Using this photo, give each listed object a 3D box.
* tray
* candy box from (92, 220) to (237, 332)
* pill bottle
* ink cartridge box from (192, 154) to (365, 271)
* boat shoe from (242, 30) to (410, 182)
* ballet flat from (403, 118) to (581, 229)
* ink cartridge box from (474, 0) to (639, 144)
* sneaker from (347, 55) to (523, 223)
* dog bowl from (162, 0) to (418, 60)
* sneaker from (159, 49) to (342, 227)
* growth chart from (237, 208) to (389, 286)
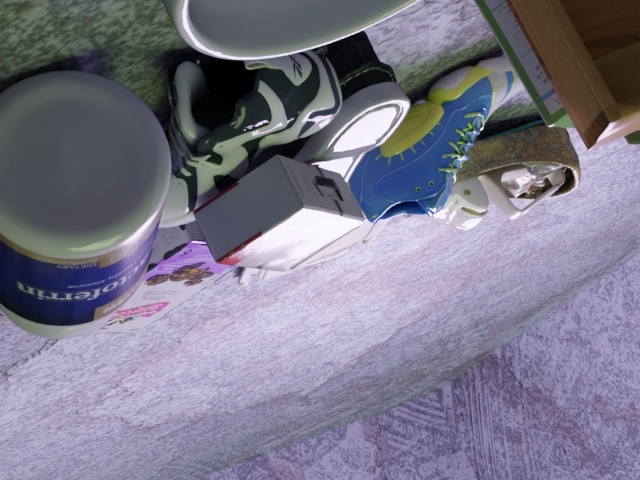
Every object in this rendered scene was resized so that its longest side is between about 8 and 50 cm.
[{"bbox_3d":[0.372,-0.250,1.239,0.411,0.203,0.076,-23,166,-14],"label":"tray"},{"bbox_3d":[-0.182,0.025,1.504,0.196,0.070,0.165,-33,164,21],"label":"candy box"},{"bbox_3d":[-0.210,-0.016,1.160,0.153,0.153,0.265,-21,165,-19],"label":"pill bottle"},{"bbox_3d":[-0.035,-0.022,1.264,0.099,0.056,0.135,-32,163,19],"label":"ink cartridge box"},{"bbox_3d":[-0.023,-0.088,1.346,0.114,0.091,0.302,-8,156,-43],"label":"boat shoe"},{"bbox_3d":[0.193,-0.072,1.725,0.348,0.123,0.123,-14,161,-39],"label":"ballet flat"},{"bbox_3d":[0.232,-0.159,1.302,0.062,0.209,0.109,-38,161,31],"label":"ink cartridge box"},{"bbox_3d":[0.130,-0.096,1.508,0.240,0.126,0.091,-28,165,7],"label":"sneaker"},{"bbox_3d":[0.008,-0.229,0.893,0.265,0.104,0.265,-25,165,-7],"label":"dog bowl"},{"bbox_3d":[-0.110,-0.095,1.192,0.235,0.094,0.153,-26,160,25],"label":"sneaker"},{"bbox_3d":[0.000,0.000,1.825,0.237,0.021,0.172,-18,163,-28],"label":"growth chart"}]
